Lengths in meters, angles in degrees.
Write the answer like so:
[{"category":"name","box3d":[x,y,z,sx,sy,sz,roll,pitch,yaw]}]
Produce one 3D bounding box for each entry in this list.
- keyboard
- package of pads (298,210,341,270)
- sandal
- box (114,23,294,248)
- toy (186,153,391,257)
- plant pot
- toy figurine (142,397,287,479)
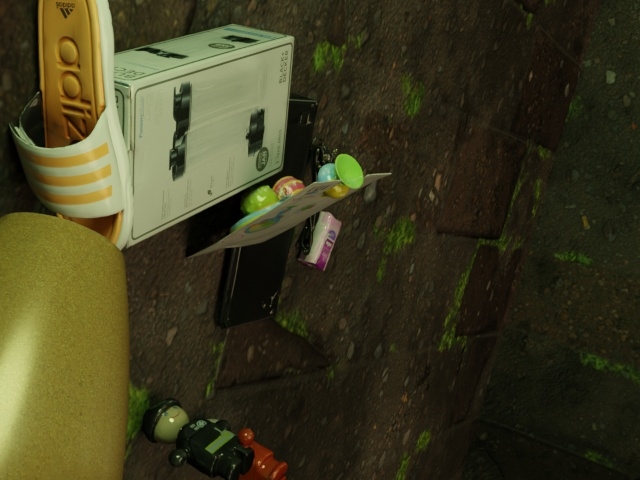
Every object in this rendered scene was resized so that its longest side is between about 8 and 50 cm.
[{"category":"keyboard","box3d":[-0.055,-0.041,1.355,0.201,0.033,0.317,-8,115,-56]},{"category":"package of pads","box3d":[0.000,0.000,1.494,0.050,0.032,0.083,35,75,-62]},{"category":"sandal","box3d":[-0.232,-0.106,0.874,0.076,0.102,0.265,-32,125,-53]},{"category":"box","box3d":[-0.143,-0.122,1.046,0.290,0.087,0.169,-35,137,-54]},{"category":"toy","box3d":[-0.046,-0.048,1.179,0.137,0.237,0.056,-12,81,-48]},{"category":"plant pot","box3d":[-0.260,0.114,0.842,0.237,0.237,0.254,59,38,-59]},{"category":"toy figurine","box3d":[-0.164,0.319,1.248,0.210,0.148,0.213,-62,156,-8]}]
